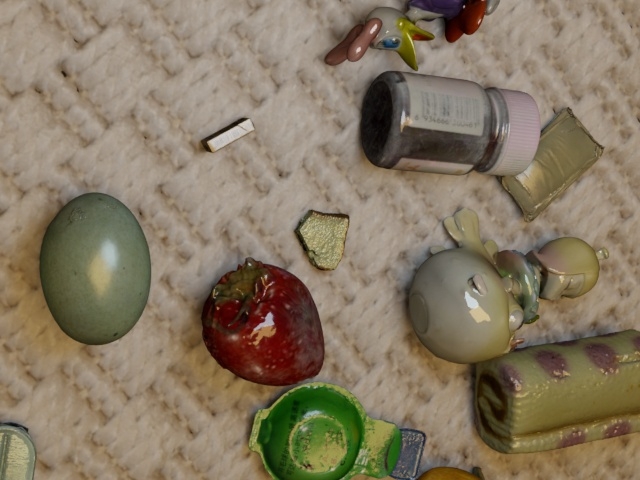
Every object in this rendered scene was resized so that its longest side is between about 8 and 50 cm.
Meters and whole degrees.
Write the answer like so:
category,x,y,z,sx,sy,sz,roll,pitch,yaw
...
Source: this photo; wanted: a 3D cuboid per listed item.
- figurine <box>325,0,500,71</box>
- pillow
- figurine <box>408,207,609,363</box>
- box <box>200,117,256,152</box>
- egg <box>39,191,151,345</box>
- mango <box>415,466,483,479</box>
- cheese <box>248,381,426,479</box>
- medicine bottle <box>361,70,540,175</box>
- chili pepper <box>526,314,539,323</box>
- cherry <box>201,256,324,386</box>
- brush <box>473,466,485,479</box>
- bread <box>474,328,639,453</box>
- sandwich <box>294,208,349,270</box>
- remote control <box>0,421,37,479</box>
category,x,y,z,sx,sy,sz,roll,pitch,yaw
figurine,0.194,-0.422,1.712,0.193,0.154,0.421,40,83,-15
pillow,0.417,-0.138,1.879,0.208,0.053,0.119,-41,104,-9
figurine,0.335,0.058,1.833,0.394,0.226,0.274,-14,73,-21
box,-0.151,-0.172,1.684,0.083,0.053,0.024,-32,106,-12
egg,-0.346,0.044,1.589,0.169,0.169,0.236,-6,94,-18
mango,0.281,0.536,1.871,0.295,0.120,0.177,45,119,-1
cheese,0.032,0.357,1.810,0.320,0.083,0.204,13,92,-18
medicine bottle,0.219,-0.193,1.748,0.273,0.165,0.165,4,97,-21
chili pepper,0.374,0.139,1.926,0.083,0.017,0.030,25,88,-20
cherry,-0.083,0.151,1.691,0.175,0.192,0.250,-31,123,27
brush,0.334,0.564,1.961,0.048,0.054,0.282,-18,103,10
bread,0.457,0.277,1.904,0.338,0.155,0.187,-7,109,-20
sandwich,0.000,0.000,1.770,0.093,0.036,0.105,4,98,-20
remote control,-0.518,0.413,1.650,0.104,0.052,0.247,9,96,-18
